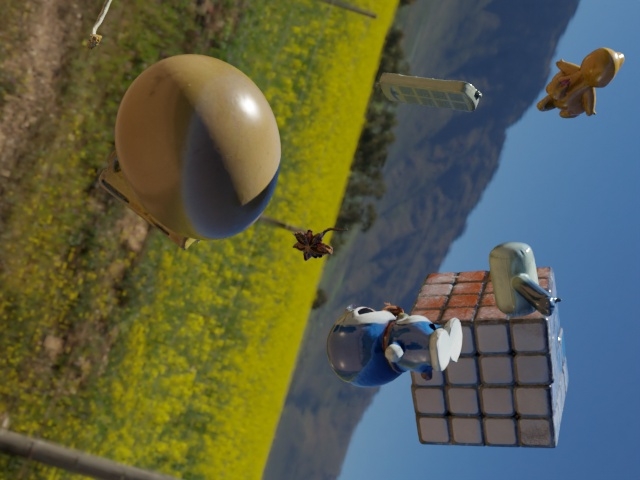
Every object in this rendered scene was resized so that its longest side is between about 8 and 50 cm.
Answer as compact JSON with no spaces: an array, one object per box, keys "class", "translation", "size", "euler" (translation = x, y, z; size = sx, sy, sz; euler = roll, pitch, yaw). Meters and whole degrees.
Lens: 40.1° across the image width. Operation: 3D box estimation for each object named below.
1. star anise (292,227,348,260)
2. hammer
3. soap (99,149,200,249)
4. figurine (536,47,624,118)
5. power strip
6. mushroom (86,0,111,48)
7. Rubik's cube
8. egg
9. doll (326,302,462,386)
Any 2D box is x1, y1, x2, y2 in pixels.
[{"class":"star anise","translation":[0.000,0.000,2.490],"size":[0.070,0.191,0.097],"euler":[-34,106,-47]},{"class":"hammer","translation":[0.304,0.073,1.283],"size":[0.194,0.069,0.116],"euler":[-116,-166,-76]},{"class":"soap","translation":[-0.341,-0.158,2.043],"size":[0.259,0.281,0.143],"euler":[-55,171,15]},{"class":"figurine","translation":[0.458,-0.282,1.567],"size":[0.122,0.121,0.176],"euler":[-21,169,-32]},{"class":"power strip","translation":[0.207,-0.294,1.734],"size":[0.080,0.227,0.029],"euler":[41,66,-59]},{"class":"mushroom","translation":[-0.335,-0.451,1.494],"size":[0.026,0.028,0.286],"euler":[67,43,-72]},{"class":"Rubik's cube","translation":[0.415,0.282,2.161],"size":[0.344,0.344,0.337],"euler":[-44,128,-63]},{"class":"egg","translation":[-0.222,-0.167,1.645],"size":[0.374,0.301,0.301],"euler":[68,31,-46]},{"class":"doll","translation":[0.131,0.189,1.627],"size":[0.215,0.257,0.161],"euler":[1,80,-60]}]
